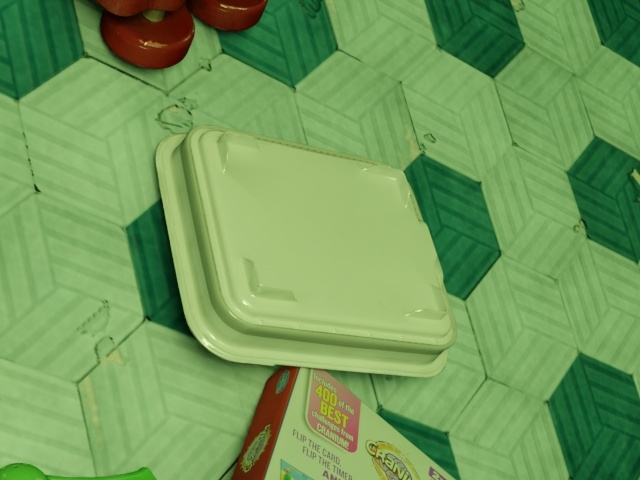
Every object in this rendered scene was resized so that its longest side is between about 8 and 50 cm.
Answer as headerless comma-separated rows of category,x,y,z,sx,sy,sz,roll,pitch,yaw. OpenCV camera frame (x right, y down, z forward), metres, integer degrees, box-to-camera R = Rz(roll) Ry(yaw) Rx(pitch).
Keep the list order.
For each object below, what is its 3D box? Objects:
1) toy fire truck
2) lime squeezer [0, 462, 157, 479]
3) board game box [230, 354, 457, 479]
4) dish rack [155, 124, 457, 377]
toy fire truck,-0.175,-0.349,1.260,0.254,0.169,0.302,44,48,12
lime squeezer,-0.273,0.262,0.989,0.310,0.059,0.110,-44,129,-41
board game box,0.019,0.290,1.107,0.242,0.064,0.316,41,33,-14
dish rack,0.000,0.000,1.240,0.333,0.072,0.285,10,50,-34
